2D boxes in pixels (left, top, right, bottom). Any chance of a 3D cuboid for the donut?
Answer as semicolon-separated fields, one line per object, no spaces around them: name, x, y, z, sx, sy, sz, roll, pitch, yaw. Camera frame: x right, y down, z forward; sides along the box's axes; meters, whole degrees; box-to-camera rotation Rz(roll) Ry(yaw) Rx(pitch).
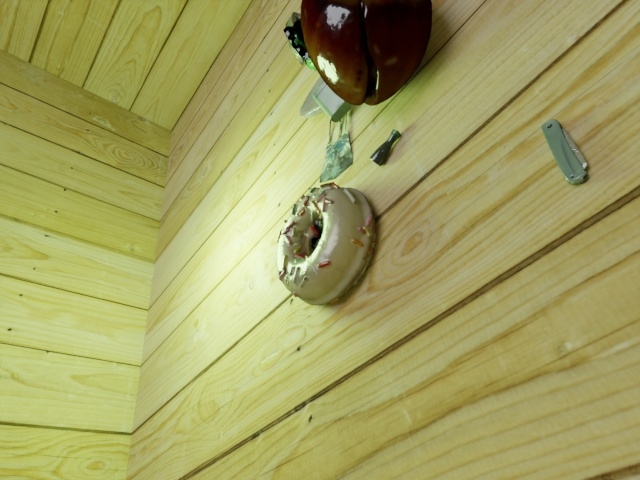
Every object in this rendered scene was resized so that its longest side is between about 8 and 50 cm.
donut;0.000;0.000;1.309;0.382;0.142;0.383;-32;47;41

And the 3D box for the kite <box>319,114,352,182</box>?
kite;0.051;-0.346;1.557;0.169;0.015;0.310;-30;49;44

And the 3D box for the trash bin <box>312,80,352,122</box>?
trash bin;0.049;-0.497;1.541;0.116;0.059;0.130;-46;62;24

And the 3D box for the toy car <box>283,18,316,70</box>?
toy car;-0.005;-0.805;1.767;0.213;0.176;0.359;-32;51;11

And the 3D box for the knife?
knife;0.468;-0.174;0.849;0.044;0.023;0.162;-39;43;40

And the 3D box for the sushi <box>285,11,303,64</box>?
sushi;-0.108;-0.948;2.056;0.134;0.109;0.273;-15;60;52

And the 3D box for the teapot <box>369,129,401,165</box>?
teapot;0.192;-0.272;1.290;0.111;0.042;0.043;-52;36;15

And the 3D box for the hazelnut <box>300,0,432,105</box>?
hazelnut;0.136;-0.627;1.298;0.402;0.402;0.429;-43;56;32

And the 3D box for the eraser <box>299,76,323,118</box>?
eraser;0.016;-0.550;1.687;0.243;0.059;0.204;-36;45;34
